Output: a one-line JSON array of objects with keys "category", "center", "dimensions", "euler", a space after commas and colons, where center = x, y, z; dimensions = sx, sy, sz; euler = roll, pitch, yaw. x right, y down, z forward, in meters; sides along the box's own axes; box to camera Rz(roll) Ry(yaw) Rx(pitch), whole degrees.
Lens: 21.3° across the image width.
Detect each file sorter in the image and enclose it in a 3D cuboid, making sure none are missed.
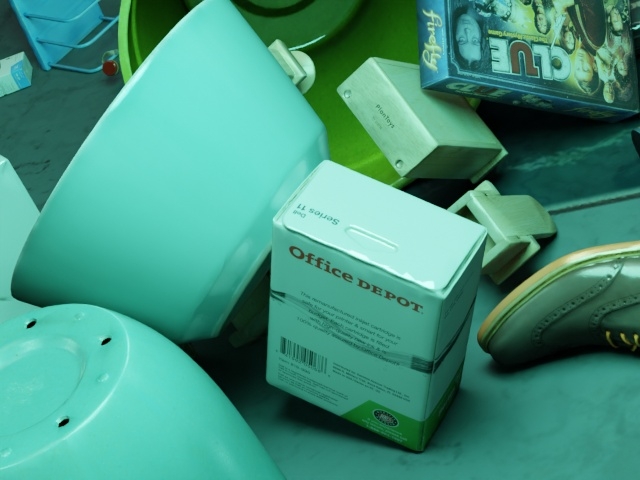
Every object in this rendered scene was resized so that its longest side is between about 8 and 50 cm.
[{"category": "file sorter", "center": [-0.314, -0.311, 2.154], "dimensions": [0.104, 0.170, 0.118], "euler": [14, 50, 38]}]

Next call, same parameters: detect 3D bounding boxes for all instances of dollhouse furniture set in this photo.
[{"category": "dollhouse furniture set", "center": [0.000, 0.000, 1.619], "dimensions": [0.355, 0.174, 0.303], "euler": [-43, 73, 22]}]

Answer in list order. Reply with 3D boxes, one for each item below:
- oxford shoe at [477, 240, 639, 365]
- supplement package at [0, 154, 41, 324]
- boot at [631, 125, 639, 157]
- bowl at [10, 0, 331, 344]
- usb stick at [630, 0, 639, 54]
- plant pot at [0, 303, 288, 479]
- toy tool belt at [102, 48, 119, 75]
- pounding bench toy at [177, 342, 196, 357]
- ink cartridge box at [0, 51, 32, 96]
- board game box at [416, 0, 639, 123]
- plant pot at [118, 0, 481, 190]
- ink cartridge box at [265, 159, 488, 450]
[{"category": "oxford shoe", "center": [0.254, 0.055, 1.387], "dimensions": [0.271, 0.097, 0.098], "euler": [-26, 63, 23]}, {"category": "supplement package", "center": [-0.399, 0.051, 1.689], "dimensions": [0.262, 0.204, 0.145], "euler": [-40, 37, -20]}, {"category": "boot", "center": [0.367, -0.073, 1.498], "dimensions": [0.106, 0.082, 0.219], "euler": [-30, 33, -4]}, {"category": "bowl", "center": [-0.104, -0.035, 1.435], "dimensions": [0.163, 0.311, 0.311], "euler": [34, 53, 1]}, {"category": "usb stick", "center": [0.331, -0.223, 1.752], "dimensions": [0.278, 0.045, 0.077], "euler": [-18, 36, 10]}, {"category": "plant pot", "center": [-0.188, 0.194, 1.342], "dimensions": [0.293, 0.235, 0.293], "euler": [-16, 36, 12]}, {"category": "toy tool belt", "center": [-0.221, -0.218, 2.087], "dimensions": [0.083, 0.052, 0.051], "euler": [-12, 5, 12]}, {"category": "pounding bench toy", "center": [-0.168, 0.117, 1.595], "dimensions": [0.083, 0.052, 0.065], "euler": [-11, 37, 19]}, {"category": "ink cartridge box", "center": [-0.416, -0.208, 2.200], "dimensions": [0.083, 0.028, 0.048], "euler": [-20, 34, 7]}, {"category": "board game box", "center": [0.196, -0.208, 1.607], "dimensions": [0.042, 0.243, 0.165], "euler": [-18, 71, 52]}, {"category": "plant pot", "center": [-0.031, -0.261, 1.794], "dimensions": [0.366, 0.366, 0.353], "euler": [-23, 23, 2]}, {"category": "ink cartridge box", "center": [0.042, 0.054, 1.375], "dimensions": [0.153, 0.208, 0.087], "euler": [24, 52, 16]}]
